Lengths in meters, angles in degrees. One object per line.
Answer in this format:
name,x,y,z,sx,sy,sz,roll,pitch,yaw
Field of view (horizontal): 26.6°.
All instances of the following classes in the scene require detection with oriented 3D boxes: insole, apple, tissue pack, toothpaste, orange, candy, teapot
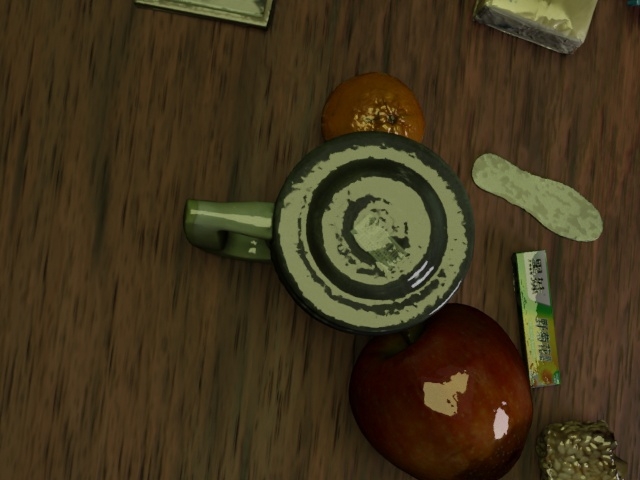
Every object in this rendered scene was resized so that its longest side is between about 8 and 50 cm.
insole,0.289,-0.057,1.805,0.193,0.006,0.065,27,82,1
apple,0.154,0.198,1.661,0.229,0.230,0.230,0,83,-3
tissue pack,0.303,-0.363,1.803,0.148,0.092,0.196,19,82,-2
toothpaste,0.280,0.103,1.769,0.043,0.037,0.179,-5,83,-3
orange,0.068,-0.152,1.749,0.135,0.117,0.136,1,76,-4
candy,0.333,0.274,1.728,0.110,0.085,0.095,-11,90,5
teapot,0.013,0.020,1.663,0.321,0.239,0.240,-21,83,-11

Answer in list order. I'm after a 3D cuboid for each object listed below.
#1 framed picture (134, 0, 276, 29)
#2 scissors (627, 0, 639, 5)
framed picture,-0.133,-0.420,1.821,0.189,0.023,0.260,12,83,1
scissors,0.497,-0.479,1.832,0.180,0.032,0.393,36,72,-32
